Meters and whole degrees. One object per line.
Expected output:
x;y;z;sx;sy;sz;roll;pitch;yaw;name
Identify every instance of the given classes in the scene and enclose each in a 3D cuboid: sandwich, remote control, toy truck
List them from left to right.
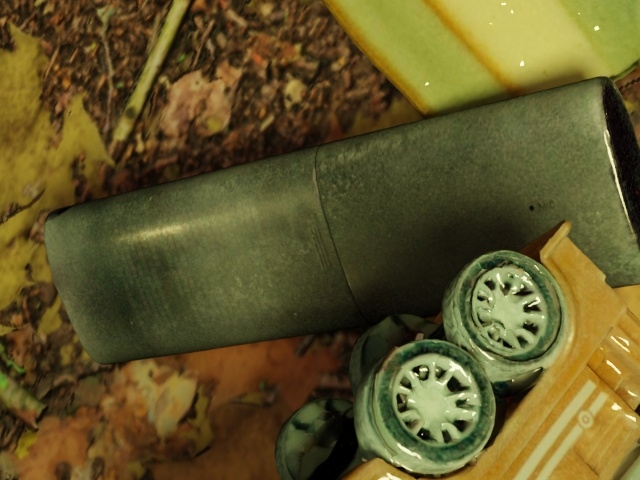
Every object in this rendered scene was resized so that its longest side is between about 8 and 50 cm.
0.000;0.000;0.773;0.378;0.044;0.107;-12;107;34;remote control
0.035;0.166;0.564;0.184;0.133;0.338;43;64;-1;toy truck
0.049;-0.189;0.707;0.155;0.198;0.227;-33;60;25;sandwich
